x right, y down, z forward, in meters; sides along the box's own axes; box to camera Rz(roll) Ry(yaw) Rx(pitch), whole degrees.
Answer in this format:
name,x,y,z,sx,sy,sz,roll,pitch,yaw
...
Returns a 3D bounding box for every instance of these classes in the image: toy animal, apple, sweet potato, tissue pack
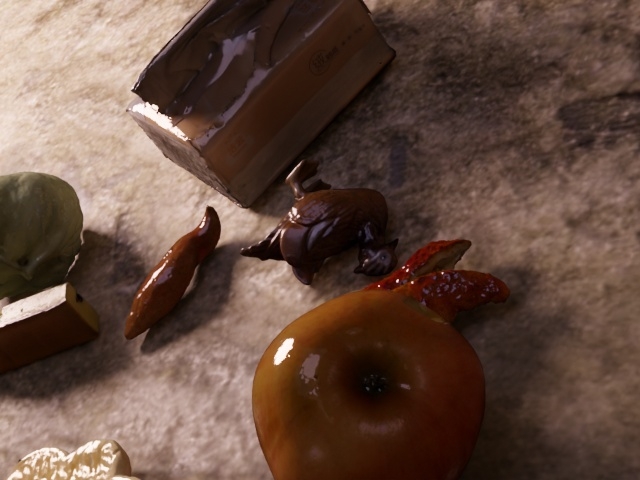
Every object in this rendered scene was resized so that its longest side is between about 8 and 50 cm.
name,x,y,z,sx,sy,sz,roll,pitch,yaw
toy animal,0.000,0.000,1.829,0.188,0.089,0.179,-31,57,1
apple,0.052,0.166,1.488,0.242,0.241,0.242,-1,73,3
sweet potato,-0.189,0.045,1.935,0.058,0.055,0.202,21,68,45
tissue pack,-0.098,-0.237,1.996,0.305,0.238,0.238,-46,42,-9

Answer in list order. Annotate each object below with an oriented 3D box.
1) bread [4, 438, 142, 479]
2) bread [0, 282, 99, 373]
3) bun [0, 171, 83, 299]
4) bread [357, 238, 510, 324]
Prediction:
name,x,y,z,sx,sy,sz,roll,pitch,yaw
bread,-0.319,0.366,1.741,0.316,0.054,0.316,-20,43,20
bread,-0.407,0.127,1.992,0.226,0.088,0.049,-20,46,18
bun,-0.414,0.006,2.063,0.126,0.203,0.212,56,129,25
bread,0.076,0.094,1.676,0.269,0.095,0.139,-42,43,-1
